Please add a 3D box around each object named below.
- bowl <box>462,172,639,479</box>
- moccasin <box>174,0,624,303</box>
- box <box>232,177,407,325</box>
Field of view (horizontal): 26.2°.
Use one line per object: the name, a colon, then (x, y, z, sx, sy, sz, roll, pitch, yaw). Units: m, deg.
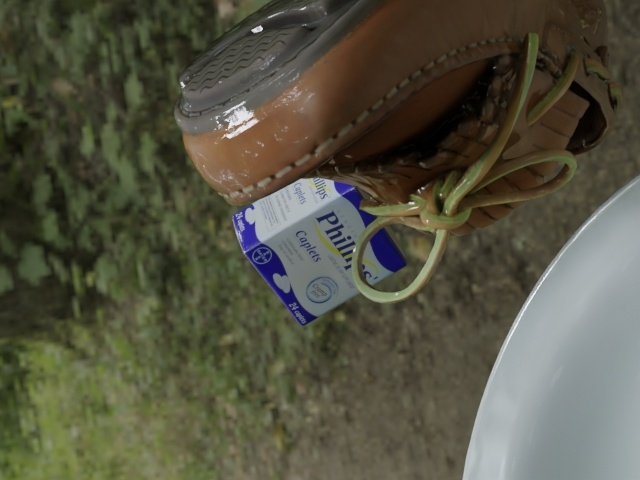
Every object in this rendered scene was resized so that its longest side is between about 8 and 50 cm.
bowl: (0.198, 0.109, 0.566, 0.298, 0.134, 0.298, -40, 40, 44)
moccasin: (0.060, -0.060, 0.650, 0.147, 0.139, 0.380, 68, -158, 0)
box: (0.000, 0.000, 1.459, 0.126, 0.137, 0.072, 54, -172, -35)
